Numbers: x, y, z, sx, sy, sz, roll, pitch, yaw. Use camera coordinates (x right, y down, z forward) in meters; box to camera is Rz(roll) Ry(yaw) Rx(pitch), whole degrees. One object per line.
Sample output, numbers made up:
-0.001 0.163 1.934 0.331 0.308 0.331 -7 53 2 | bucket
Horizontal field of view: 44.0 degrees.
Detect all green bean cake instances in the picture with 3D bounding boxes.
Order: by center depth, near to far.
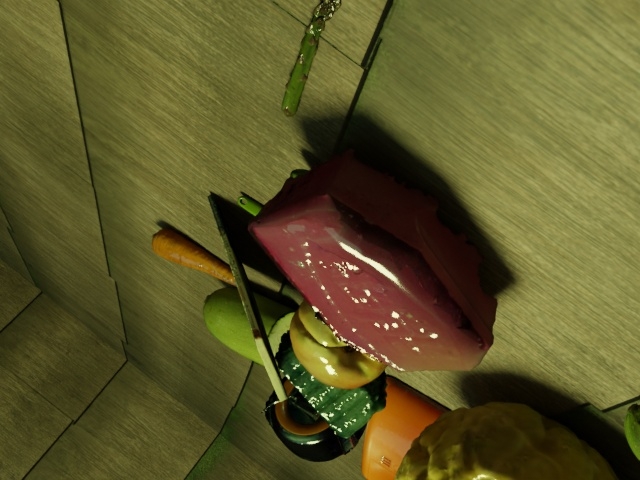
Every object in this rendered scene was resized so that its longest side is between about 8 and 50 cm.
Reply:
0.024 0.219 1.414 0.208 0.107 0.193 46 -161 -11 | green bean cake

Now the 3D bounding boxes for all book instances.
-0.128 0.099 1.395 0.228 0.018 0.322 77 172 -53 | book

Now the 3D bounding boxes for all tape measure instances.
-0.007 0.349 1.651 0.223 0.202 0.135 23 155 43 | tape measure

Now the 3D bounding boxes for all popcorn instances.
0.290 0.433 1.196 0.390 0.344 0.354 -1 119 39 | popcorn

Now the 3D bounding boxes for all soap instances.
0.082 0.043 1.025 0.220 0.127 0.325 -14 126 44 | soap

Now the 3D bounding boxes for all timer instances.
0.214 0.407 1.556 0.257 0.161 0.250 28 139 26 | timer

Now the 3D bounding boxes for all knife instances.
-0.062 -0.024 1.298 0.184 0.022 0.026 32 180 15 | knife

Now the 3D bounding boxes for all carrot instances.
-0.255 0.042 1.652 0.257 0.061 0.061 27 153 20 | carrot

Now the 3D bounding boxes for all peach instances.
0.043 0.140 1.242 0.184 0.184 0.184 32 155 17 | peach

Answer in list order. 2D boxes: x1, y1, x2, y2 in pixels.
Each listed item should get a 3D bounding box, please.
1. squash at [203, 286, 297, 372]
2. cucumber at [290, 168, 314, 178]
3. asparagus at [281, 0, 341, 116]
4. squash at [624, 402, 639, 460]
-0.146 0.169 1.630 0.247 0.132 0.132 21 150 40 | squash
0.039 -0.012 1.135 0.056 0.056 0.250 6 139 51 | cucumber
-0.015 -0.209 0.905 0.025 0.024 0.248 -1 160 -14 | asparagus
0.520 0.322 0.979 0.341 0.094 0.094 35 156 8 | squash
